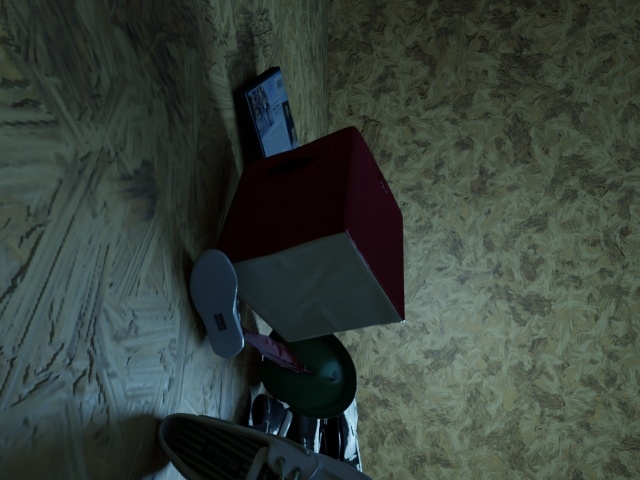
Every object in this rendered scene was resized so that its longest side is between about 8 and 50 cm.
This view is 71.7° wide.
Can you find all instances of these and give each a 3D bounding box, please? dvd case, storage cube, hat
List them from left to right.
[{"bbox_3d":[-0.064,0.222,0.680,0.173,0.208,0.184,-47,169,23],"label":"hat"},{"bbox_3d":[-0.070,-0.149,0.751,0.180,0.022,0.252,-68,150,-56],"label":"dvd case"},{"bbox_3d":[-0.019,0.439,0.956,0.331,0.134,0.331,-12,90,-70],"label":"hat"},{"bbox_3d":[0.000,0.000,0.600,0.215,0.184,0.193,55,30,-38],"label":"storage cube"}]

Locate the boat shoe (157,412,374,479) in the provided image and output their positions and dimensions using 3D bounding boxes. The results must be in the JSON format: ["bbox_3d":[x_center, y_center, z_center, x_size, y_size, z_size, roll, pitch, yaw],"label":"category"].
[{"bbox_3d":[-0.043,0.204,0.359,0.075,0.226,0.083,65,40,-51],"label":"boat shoe"}]

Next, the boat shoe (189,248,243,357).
[{"bbox_3d":[-0.114,0.066,0.488,0.040,0.049,0.142,-117,-159,-57],"label":"boat shoe"}]

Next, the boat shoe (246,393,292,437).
[{"bbox_3d":[-0.099,0.293,0.629,0.065,0.075,0.206,46,17,-2],"label":"boat shoe"}]
